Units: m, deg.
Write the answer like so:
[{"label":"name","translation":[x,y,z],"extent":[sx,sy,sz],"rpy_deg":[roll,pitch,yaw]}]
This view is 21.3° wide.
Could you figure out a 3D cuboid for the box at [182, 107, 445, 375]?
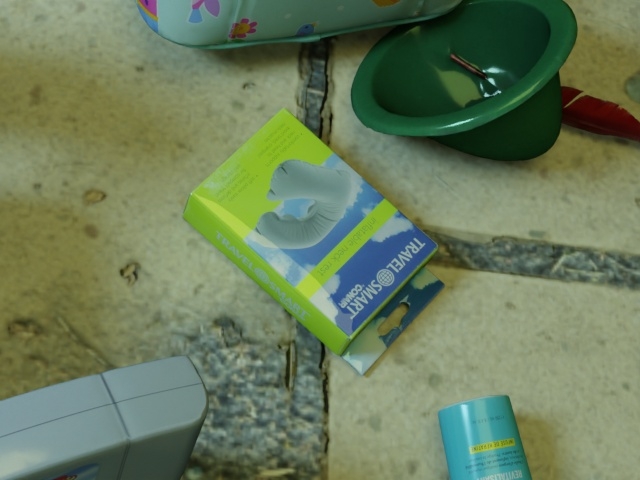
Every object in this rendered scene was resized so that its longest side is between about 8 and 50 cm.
[{"label":"box","translation":[0.000,0.000,1.244],"extent":[0.178,0.042,0.109],"rpy_deg":[42,64,7]}]

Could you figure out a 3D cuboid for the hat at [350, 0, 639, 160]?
[{"label":"hat","translation":[0.152,-0.077,1.326],"extent":[0.208,0.183,0.173],"rpy_deg":[-4,43,31]}]

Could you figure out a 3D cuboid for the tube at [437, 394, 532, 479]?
[{"label":"tube","translation":[0.130,0.213,1.184],"extent":[0.080,0.052,0.207],"rpy_deg":[-11,76,-9]}]

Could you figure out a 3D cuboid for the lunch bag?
[{"label":"lunch bag","translation":[-0.030,-0.265,1.303],"extent":[0.279,0.108,0.224],"rpy_deg":[-10,58,-20]}]

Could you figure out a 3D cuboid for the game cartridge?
[{"label":"game cartridge","translation":[-0.214,0.161,1.030],"extent":[0.297,0.198,0.062],"rpy_deg":[-18,73,-21]}]
